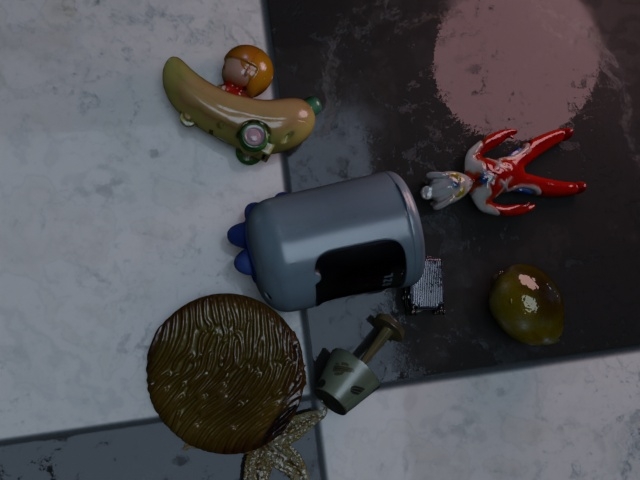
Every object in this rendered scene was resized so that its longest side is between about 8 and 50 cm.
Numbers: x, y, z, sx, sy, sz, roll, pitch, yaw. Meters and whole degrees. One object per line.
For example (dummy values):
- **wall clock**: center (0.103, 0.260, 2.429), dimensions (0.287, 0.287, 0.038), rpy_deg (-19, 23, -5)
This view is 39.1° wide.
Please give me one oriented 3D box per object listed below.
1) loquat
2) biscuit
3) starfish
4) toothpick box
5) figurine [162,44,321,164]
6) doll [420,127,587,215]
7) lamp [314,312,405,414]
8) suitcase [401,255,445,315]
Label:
- **loquat**: center (0.436, 0.139, 1.886), dimensions (0.195, 0.152, 0.152), rpy_deg (45, 77, 5)
- **biscuit**: center (-0.186, 0.259, 1.750), dimensions (0.318, 0.040, 0.317), rpy_deg (0, 90, 7)
- **starfish**: center (-0.118, 0.430, 1.790), dimensions (0.295, 0.048, 0.231), rpy_deg (-10, 85, -9)
- **toothpick box**: center (0.000, 0.000, 1.776), dimensions (0.355, 0.263, 0.262), rpy_deg (-13, 86, -12)
- **figurine**: center (-0.163, -0.294, 1.827), dimensions (0.325, 0.124, 0.222), rpy_deg (27, 79, -3)
- **doll**: center (0.386, -0.140, 1.938), dimensions (0.384, 0.099, 0.188), rpy_deg (-15, 87, -16)
- **lamp**: center (0.081, 0.247, 1.819), dimensions (0.121, 0.121, 0.214), rpy_deg (42, 65, -4)
- **suitcase**: center (0.216, 0.095, 1.889), dimensions (0.086, 0.059, 0.126), rpy_deg (0, 84, -13)
